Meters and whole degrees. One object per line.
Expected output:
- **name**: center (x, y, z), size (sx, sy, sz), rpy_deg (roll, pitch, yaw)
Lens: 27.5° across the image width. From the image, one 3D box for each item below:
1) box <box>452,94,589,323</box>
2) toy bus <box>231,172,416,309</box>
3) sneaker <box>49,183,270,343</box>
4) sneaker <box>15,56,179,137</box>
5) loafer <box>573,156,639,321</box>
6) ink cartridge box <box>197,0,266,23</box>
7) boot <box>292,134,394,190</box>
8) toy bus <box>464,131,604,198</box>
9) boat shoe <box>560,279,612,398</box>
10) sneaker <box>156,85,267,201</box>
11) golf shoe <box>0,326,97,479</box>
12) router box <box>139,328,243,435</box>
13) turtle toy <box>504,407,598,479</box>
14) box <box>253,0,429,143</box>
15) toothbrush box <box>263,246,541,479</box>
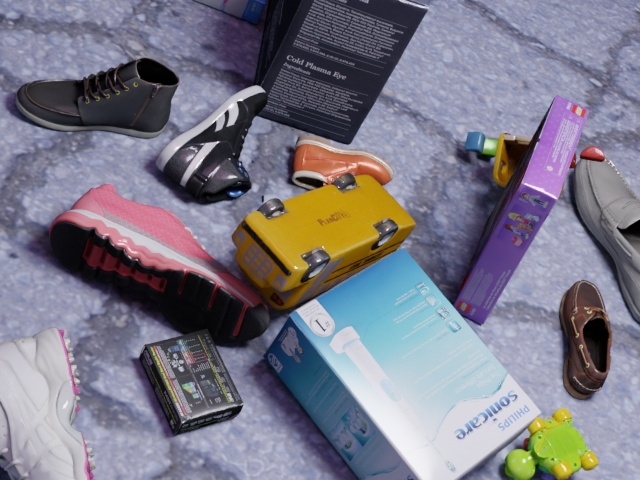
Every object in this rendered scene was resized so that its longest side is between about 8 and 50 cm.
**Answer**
- **box**: center (0.286, -0.041, 1.889), size (0.057, 0.293, 0.201), rpy_deg (25, 49, 3)
- **toy bus**: center (0.000, 0.000, 1.777), size (0.108, 0.130, 0.333), rpy_deg (48, 34, 13)
- **sneaker**: center (-0.195, 0.018, 1.745), size (0.314, 0.116, 0.136), rpy_deg (29, 44, -3)
- **sneaker**: center (-0.317, -0.219, 1.869), size (0.222, 0.118, 0.083), rpy_deg (4, 53, -22)
- **loafer**: center (0.503, -0.018, 2.092), size (0.112, 0.111, 0.319), rpy_deg (-6, 57, -28)
- **ink cartridge box**: center (-0.146, -0.420, 2.149), size (0.123, 0.052, 0.088), rpy_deg (19, 49, -9)
- **boot**: center (0.032, -0.099, 1.982), size (0.158, 0.059, 0.084), rpy_deg (14, 53, -3)
- **toy bus**: center (0.340, -0.105, 2.083), size (0.202, 0.191, 0.104), rpy_deg (13, 86, -21)
- **boat shoe**: center (0.405, 0.137, 1.956), size (0.073, 0.073, 0.207), rpy_deg (16, 48, -12)
- **sneaker**: center (-0.128, -0.130, 1.922), size (0.121, 0.079, 0.217), rpy_deg (44, 58, 8)
- **golf shoe**: center (-0.336, 0.244, 1.521), size (0.140, 0.115, 0.306), rpy_deg (-8, 51, -17)
- **router box**: center (-0.166, 0.181, 1.681), size (0.092, 0.038, 0.122), rpy_deg (-12, 60, -32)
- **turtle toy**: center (0.310, 0.292, 1.794), size (0.130, 0.066, 0.095), rpy_deg (-12, 61, -31)
- **box**: center (0.038, -0.388, 2.034), size (0.179, 0.312, 0.343), rpy_deg (17, 50, -12)
- **toothbrush box**: center (0.106, 0.190, 1.727), size (0.216, 0.126, 0.295), rpy_deg (-31, 72, -34)
